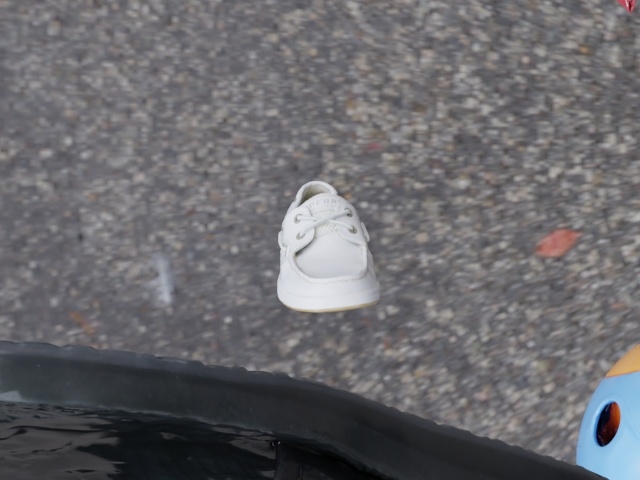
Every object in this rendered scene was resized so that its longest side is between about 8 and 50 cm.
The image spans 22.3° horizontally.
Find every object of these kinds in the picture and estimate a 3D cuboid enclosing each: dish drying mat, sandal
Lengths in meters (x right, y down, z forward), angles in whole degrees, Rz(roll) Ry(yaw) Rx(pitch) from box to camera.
[{"bbox_3d":[0.268,-0.230,1.456,0.008,0.083,0.032,-7,113,-4],"label":"dish drying mat"},{"bbox_3d":[-0.035,0.129,0.694,0.167,0.446,0.107,-31,52,48],"label":"sandal"}]

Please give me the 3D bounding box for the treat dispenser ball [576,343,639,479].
[{"bbox_3d":[0.404,0.223,1.636,0.288,0.288,0.288,2,94,24],"label":"treat dispenser ball"}]

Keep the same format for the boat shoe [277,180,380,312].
[{"bbox_3d":[0.000,0.000,1.635,0.098,0.277,0.096,-4,105,-7],"label":"boat shoe"}]
